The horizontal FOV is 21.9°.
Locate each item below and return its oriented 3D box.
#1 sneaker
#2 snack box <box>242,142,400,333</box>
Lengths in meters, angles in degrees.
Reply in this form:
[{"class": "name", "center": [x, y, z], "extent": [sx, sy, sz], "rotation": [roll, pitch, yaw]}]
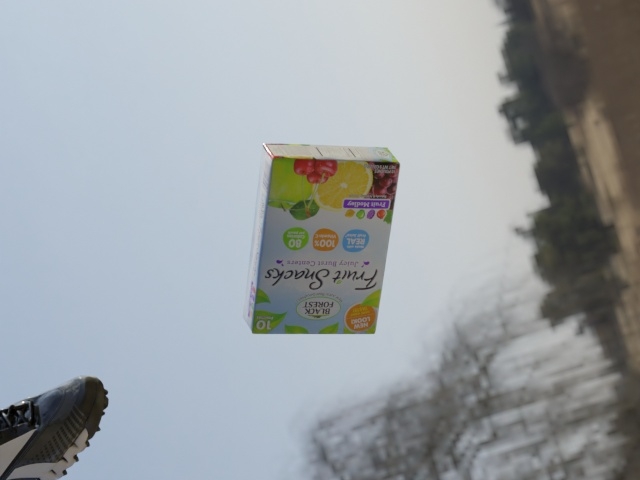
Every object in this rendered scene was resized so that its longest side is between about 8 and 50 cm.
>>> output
[{"class": "sneaker", "center": [-0.296, 0.184, 1.487], "extent": [0.106, 0.234, 0.078], "rotation": [38, -153, -35]}, {"class": "snack box", "center": [0.000, 0.000, 1.242], "extent": [0.037, 0.100, 0.141], "rotation": [-123, 38, -63]}]
